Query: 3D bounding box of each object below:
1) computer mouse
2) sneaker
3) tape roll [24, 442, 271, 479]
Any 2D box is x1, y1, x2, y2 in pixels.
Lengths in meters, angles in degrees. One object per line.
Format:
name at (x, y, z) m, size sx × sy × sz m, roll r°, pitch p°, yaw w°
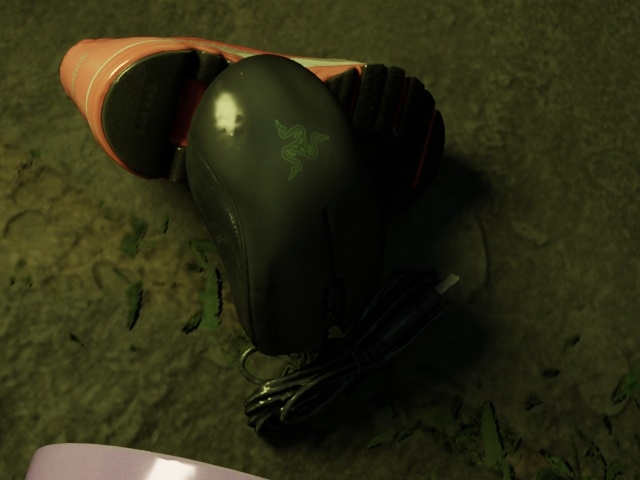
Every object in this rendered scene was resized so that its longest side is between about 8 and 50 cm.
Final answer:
computer mouse at (0.000, 0.000, 1.064) m, size 0.188 × 0.072 × 0.272 m, roll -34°, pitch 124°, yaw -20°
sneaker at (-0.044, -0.101, 1.131) m, size 0.313 × 0.136 × 0.116 m, roll 10°, pitch 106°, yaw -38°
tape roll at (-0.056, 0.210, 0.951) m, size 0.274 × 0.275 × 0.090 m, roll 20°, pitch 69°, yaw -13°
